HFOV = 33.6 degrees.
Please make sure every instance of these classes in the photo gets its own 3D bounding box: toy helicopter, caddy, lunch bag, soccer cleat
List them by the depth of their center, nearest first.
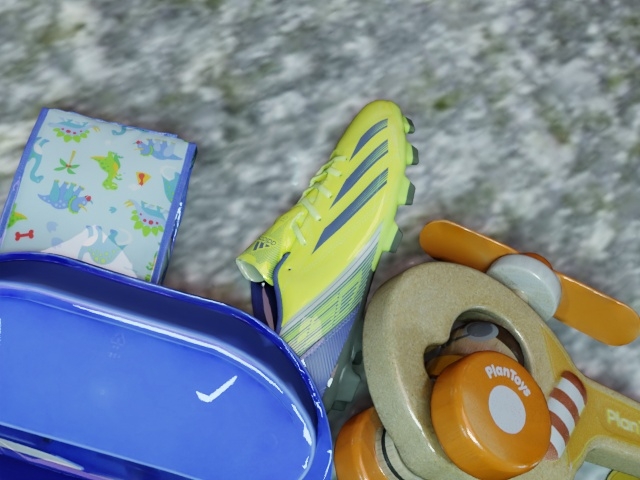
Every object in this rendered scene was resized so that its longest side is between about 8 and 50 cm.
[{"bbox_3d":[-0.156,0.145,0.720,0.341,0.179,0.241,18,91,-5],"label":"caddy"},{"bbox_3d":[0.182,0.115,0.812,0.355,0.140,0.235,23,52,-25],"label":"toy helicopter"},{"bbox_3d":[-0.174,-0.021,0.823,0.128,0.096,0.151,13,77,-6],"label":"lunch bag"},{"bbox_3d":[0.000,0.000,0.853,0.121,0.093,0.289,17,67,-2],"label":"soccer cleat"}]

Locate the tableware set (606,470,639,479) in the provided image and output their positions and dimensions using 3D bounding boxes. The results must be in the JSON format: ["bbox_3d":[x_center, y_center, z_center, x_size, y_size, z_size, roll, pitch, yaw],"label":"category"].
[{"bbox_3d":[0.229,0.213,0.853,0.104,0.024,0.154,-38,80,-22],"label":"tableware set"}]
